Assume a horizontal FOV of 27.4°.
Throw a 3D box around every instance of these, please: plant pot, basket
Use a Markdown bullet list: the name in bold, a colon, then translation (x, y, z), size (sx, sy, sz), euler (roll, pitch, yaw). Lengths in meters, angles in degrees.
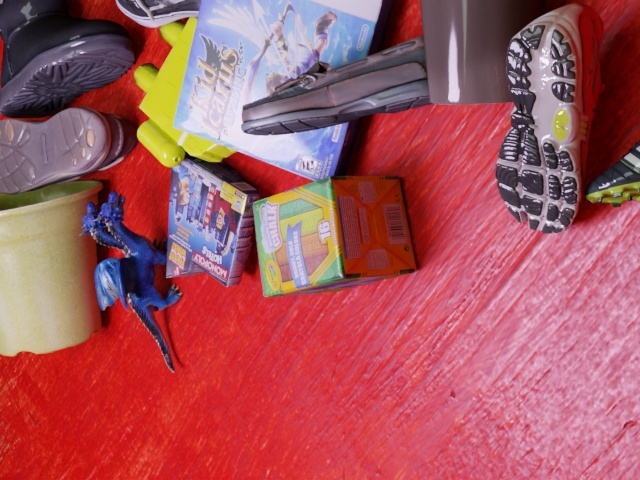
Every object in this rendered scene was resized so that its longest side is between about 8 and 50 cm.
- **plant pot**: translation (-0.478, 0.050, 2.204), size (0.276, 0.276, 0.254), euler (1, 105, 49)
- **basket**: translation (0.182, -0.271, 1.485), size (0.204, 0.154, 0.227), euler (-127, 33, -78)

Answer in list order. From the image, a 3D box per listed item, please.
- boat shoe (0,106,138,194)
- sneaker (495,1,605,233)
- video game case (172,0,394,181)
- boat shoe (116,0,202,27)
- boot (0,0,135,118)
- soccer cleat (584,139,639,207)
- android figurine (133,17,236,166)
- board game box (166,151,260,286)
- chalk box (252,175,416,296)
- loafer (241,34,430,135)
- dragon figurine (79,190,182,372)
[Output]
- **boat shoe**: translation (-0.445, -0.145, 2.221), size (0.355, 0.130, 0.132), euler (-2, 88, 42)
- **sneaker**: translation (0.268, -0.129, 1.435), size (0.107, 0.118, 0.279), euler (27, 136, 29)
- **video game case**: translation (-0.053, -0.238, 1.741), size (0.244, 0.061, 0.269), euler (22, 111, 16)
- **boat shoe**: translation (-0.227, -0.375, 1.923), size (0.306, 0.105, 0.113), euler (21, 87, 49)
- **boot**: translation (-0.464, -0.470, 2.230), size (0.367, 0.146, 0.445), euler (-17, 75, 46)
- **soccer cleat**: translation (0.353, -0.088, 1.378), size (0.179, 0.060, 0.072), euler (-25, 61, 42)
- **android figurine**: translation (-0.176, -0.223, 1.936), size (0.273, 0.056, 0.248), euler (44, 107, 40)
- **board game box**: translation (-0.165, -0.014, 1.965), size (0.194, 0.060, 0.194), euler (32, 117, 43)
- **chalk box**: translation (0.000, 0.000, 1.723), size (0.213, 0.132, 0.132), euler (-17, 79, 48)
- **loafer**: translation (0.025, -0.192, 1.652), size (0.267, 0.096, 0.084), euler (-9, 84, 14)
- **dragon figurine**: translation (-0.300, 0.067, 2.061), size (0.085, 0.144, 0.289), euler (-3, 91, 49)
